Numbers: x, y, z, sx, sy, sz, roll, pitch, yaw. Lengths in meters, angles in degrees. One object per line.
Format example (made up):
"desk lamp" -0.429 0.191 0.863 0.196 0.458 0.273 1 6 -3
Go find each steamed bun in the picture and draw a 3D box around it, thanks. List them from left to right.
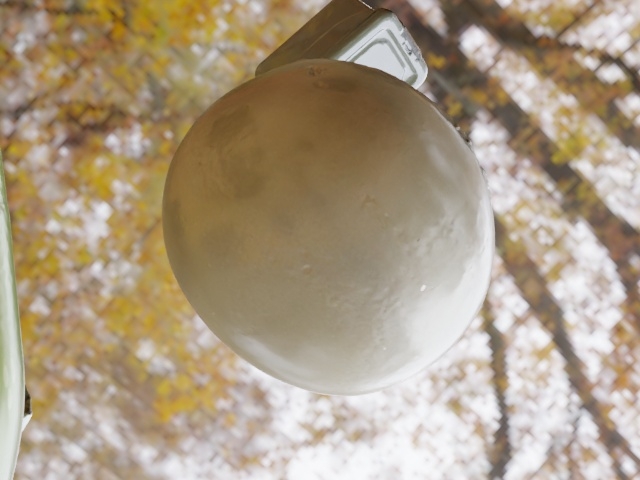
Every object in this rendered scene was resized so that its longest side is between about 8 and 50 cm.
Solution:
"steamed bun" 0.000 0.000 1.642 0.324 0.324 0.206 -14 -151 44

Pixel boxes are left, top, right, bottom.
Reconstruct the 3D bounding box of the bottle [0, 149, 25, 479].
"bottle" -0.207 0.067 0.910 0.112 0.112 0.260 -5 -89 50

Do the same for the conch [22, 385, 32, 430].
"conch" -0.323 0.151 1.588 0.135 0.153 0.102 28 -61 37

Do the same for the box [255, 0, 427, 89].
"box" 0.016 -0.181 1.942 0.172 0.124 0.093 -41 -134 -4
